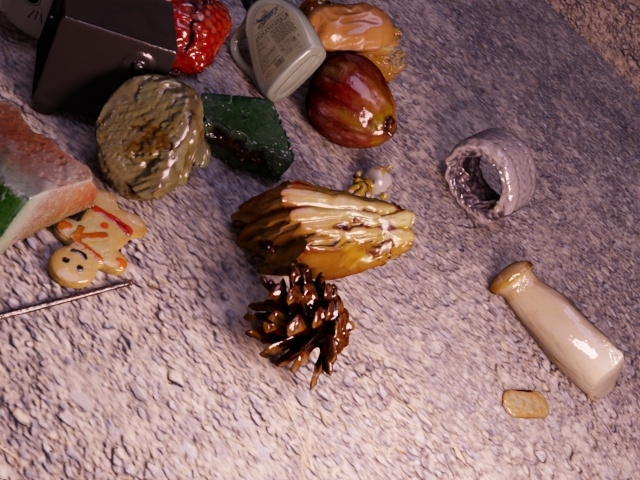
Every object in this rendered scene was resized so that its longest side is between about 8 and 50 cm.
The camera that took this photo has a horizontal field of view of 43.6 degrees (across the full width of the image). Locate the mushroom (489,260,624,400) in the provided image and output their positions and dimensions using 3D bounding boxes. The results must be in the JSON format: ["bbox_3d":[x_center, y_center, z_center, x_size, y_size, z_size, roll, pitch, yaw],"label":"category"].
[{"bbox_3d":[0.596,0.221,1.990,0.137,0.154,0.407,-41,80,-6],"label":"mushroom"}]

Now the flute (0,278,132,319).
[{"bbox_3d":[-0.444,0.102,1.398,0.270,0.014,0.014,-15,66,-44],"label":"flute"}]

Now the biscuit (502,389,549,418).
[{"bbox_3d":[0.478,0.380,1.860,0.147,0.018,0.071,9,54,-33],"label":"biscuit"}]

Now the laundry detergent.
[{"bbox_3d":[-0.131,-0.508,2.007,0.280,0.215,0.105,54,21,19],"label":"laundry detergent"}]

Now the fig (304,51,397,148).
[{"bbox_3d":[0.078,-0.348,2.035,0.224,0.224,0.263,-17,80,-44],"label":"fig"}]

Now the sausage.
[{"bbox_3d":[0.073,-0.547,2.064,0.241,0.120,0.136,-9,43,-23],"label":"sausage"}]

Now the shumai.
[{"bbox_3d":[-0.331,-0.205,1.627,0.189,0.255,0.218,30,7,9],"label":"shumai"}]

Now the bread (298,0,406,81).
[{"bbox_3d":[0.092,-0.565,2.243,0.381,0.185,0.109,11,56,-31],"label":"bread"}]

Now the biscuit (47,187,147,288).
[{"bbox_3d":[-0.420,0.002,1.490,0.153,0.030,0.234,36,41,-4],"label":"biscuit"}]

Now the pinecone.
[{"bbox_3d":[-0.044,0.155,1.523,0.201,0.202,0.228,26,29,-18],"label":"pinecone"}]

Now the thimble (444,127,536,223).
[{"bbox_3d":[0.462,-0.175,2.179,0.157,0.217,0.245,-26,90,-42],"label":"thimble"}]

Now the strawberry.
[{"bbox_3d":[-0.314,-0.522,1.926,0.280,0.150,0.253,1,56,-35],"label":"strawberry"}]

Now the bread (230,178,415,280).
[{"bbox_3d":[0.000,0.000,1.663,0.325,0.277,0.166,13,72,-28],"label":"bread"}]

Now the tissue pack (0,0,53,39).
[{"bbox_3d":[-0.539,-0.583,1.662,0.236,0.333,0.229,7,50,-37],"label":"tissue pack"}]

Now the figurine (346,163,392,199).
[{"bbox_3d":[0.119,-0.144,2.001,0.143,0.068,0.101,-10,54,-23],"label":"figurine"}]

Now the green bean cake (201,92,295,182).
[{"bbox_3d":[-0.183,-0.229,1.808,0.208,0.107,0.193,1,58,-35],"label":"green bean cake"}]

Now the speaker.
[{"bbox_3d":[-0.445,-0.375,1.620,0.232,0.254,0.184,14,48,-29],"label":"speaker"}]

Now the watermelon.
[{"bbox_3d":[-0.560,-0.132,1.387,0.264,0.151,0.302,43,42,11],"label":"watermelon"}]
